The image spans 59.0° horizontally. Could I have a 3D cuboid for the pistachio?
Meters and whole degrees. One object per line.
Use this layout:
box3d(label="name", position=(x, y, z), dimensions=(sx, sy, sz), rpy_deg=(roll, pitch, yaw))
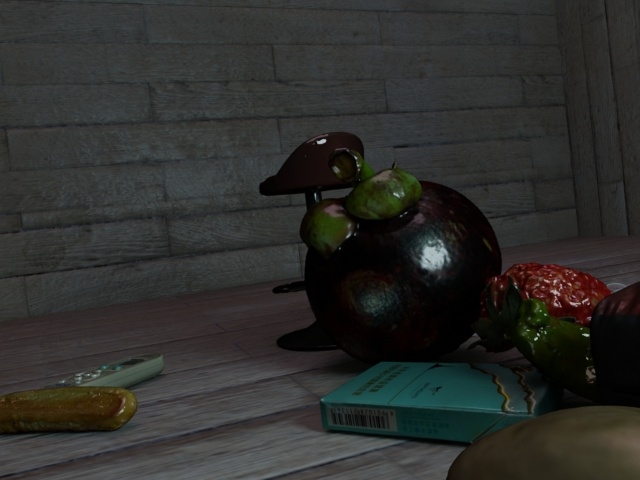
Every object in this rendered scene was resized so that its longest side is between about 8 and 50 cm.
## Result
box3d(label="pistachio", position=(0.157, 0.154, 0.322), dimensions=(0.185, 0.126, 0.108), rpy_deg=(-10, -44, 45))

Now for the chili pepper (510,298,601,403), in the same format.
box3d(label="chili pepper", position=(0.288, 0.133, 0.590), dimensions=(0.203, 0.072, 0.073), rpy_deg=(28, -34, -3))

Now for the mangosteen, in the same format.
box3d(label="mangosteen", position=(0.105, 0.018, 0.870), dimensions=(0.306, 0.360, 0.306), rpy_deg=(-32, 9, 6))

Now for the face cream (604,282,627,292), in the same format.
box3d(label="face cream", position=(0.435, 0.112, 0.860), dimensions=(0.091, 0.091, 0.095), rpy_deg=(-7, -7, -18))

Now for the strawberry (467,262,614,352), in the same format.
box3d(label="strawberry", position=(0.310, 0.078, 0.715), dimensions=(0.228, 0.098, 0.174), rpy_deg=(-2, -18, -15))

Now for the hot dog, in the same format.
box3d(label="hot dog", position=(-0.337, 0.225, 0.747), dimensions=(0.215, 0.047, 0.066), rpy_deg=(-7, 38, 13))

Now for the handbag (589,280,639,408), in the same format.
box3d(label="handbag", position=(0.361, 0.087, 0.427), dimensions=(0.254, 0.182, 0.181), rpy_deg=(-5, -6, -17))

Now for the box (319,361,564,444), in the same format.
box3d(label="box", position=(0.137, 0.175, 0.629), dimensions=(0.229, 0.042, 0.162), rpy_deg=(-6, 1, 31))

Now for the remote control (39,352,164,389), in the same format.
box3d(label="remote control", position=(-0.344, 0.225, 0.912), dimensions=(0.078, 0.042, 0.221), rpy_deg=(-7, 0, 29))

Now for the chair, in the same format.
box3d(label="chair", position=(0.000, 0.000, 1.136), dimensions=(0.226, 0.402, 0.226), rpy_deg=(-6, 3, 0))
